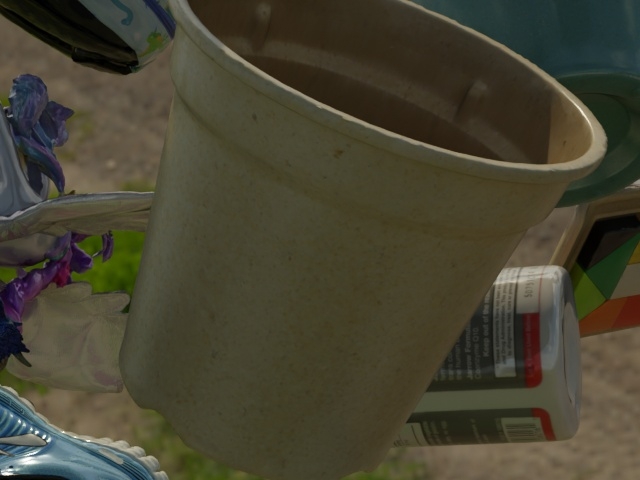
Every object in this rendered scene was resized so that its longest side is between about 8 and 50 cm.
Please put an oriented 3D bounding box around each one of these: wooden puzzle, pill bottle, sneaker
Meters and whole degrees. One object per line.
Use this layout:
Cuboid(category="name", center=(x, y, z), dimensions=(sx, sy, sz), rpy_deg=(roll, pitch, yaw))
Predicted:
Cuboid(category="wooden puzzle", center=(0.318, 0.027, 1.986), dimensions=(0.239, 0.221, 0.044), rpy_deg=(-13, 51, -32))
Cuboid(category="pill bottle", center=(0.091, 0.110, 1.802), dimensions=(0.283, 0.161, 0.161), rpy_deg=(-3, 18, 14))
Cuboid(category="sneaker", center=(-0.155, 0.111, 0.936), dimensions=(0.162, 0.063, 0.073), rpy_deg=(14, 16, 17))

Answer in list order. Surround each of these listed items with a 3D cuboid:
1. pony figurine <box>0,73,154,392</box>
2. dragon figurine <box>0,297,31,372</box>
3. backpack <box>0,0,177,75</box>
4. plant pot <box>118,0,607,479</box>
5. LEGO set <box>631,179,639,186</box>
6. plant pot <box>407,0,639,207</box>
Cuboid(category="pony figurine", center=(-0.299, -0.002, 1.871), dimensions=(0.351, 0.303, 0.363), rpy_deg=(-4, 49, -20))
Cuboid(category="dragon figurine", center=(-0.252, 0.147, 1.438), dimensions=(0.085, 0.289, 0.144), rpy_deg=(-17, 36, -18))
Cuboid(category="backpack", center=(-0.288, -0.334, 2.104), dimensions=(0.273, 0.355, 0.290), rpy_deg=(-43, 12, -20))
Cuboid(category="plant pot", center=(0.000, 0.000, 1.449), dimensions=(0.334, 0.305, 0.334), rpy_deg=(18, 22, -8))
Cuboid(category="LEGO set", center=(0.366, -0.114, 1.850), dimensions=(0.244, 0.060, 0.182), rpy_deg=(9, 43, 17))
Cuboid(category="plant pot", center=(0.192, -0.178, 1.677), dimensions=(0.272, 0.271, 0.255), rpy_deg=(-11, 54, 2))
